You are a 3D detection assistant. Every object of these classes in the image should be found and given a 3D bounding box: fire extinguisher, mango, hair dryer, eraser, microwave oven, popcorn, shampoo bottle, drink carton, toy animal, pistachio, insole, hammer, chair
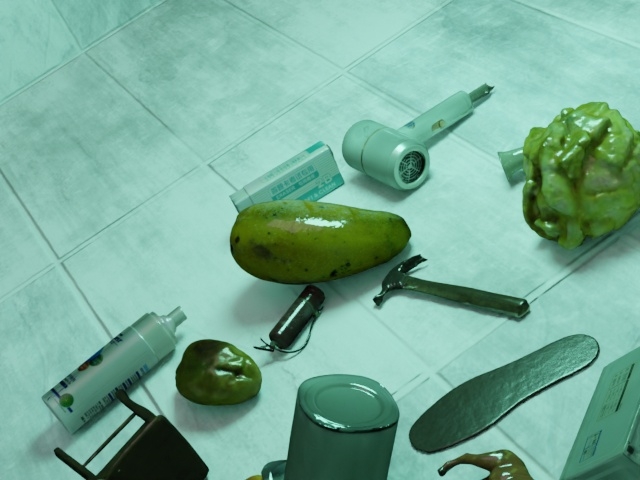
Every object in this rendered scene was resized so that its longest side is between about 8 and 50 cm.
[{"bbox_3d":[-0.044,0.151,2.079,0.078,0.045,0.157,25,56,24],"label":"fire extinguisher"},{"bbox_3d":[-0.003,0.005,2.138,0.329,0.176,0.177,7,46,15],"label":"mango"},{"bbox_3d":[0.229,-0.236,2.357,0.357,0.108,0.173,-34,37,-20],"label":"hair dryer"},{"bbox_3d":[-0.067,-0.107,2.376,0.225,0.096,0.052,-32,34,-6],"label":"eraser"},{"bbox_3d":[0.428,0.250,1.515,0.208,0.122,0.162,-58,8,-36],"label":"microwave oven"},{"bbox_3d":[0.439,-0.117,1.958,0.259,0.212,0.259,-18,28,10],"label":"popcorn"},{"bbox_3d":[-0.370,0.227,2.155,0.303,0.092,0.092,-40,36,-16],"label":"shampoo bottle"},{"bbox_3d":[0.028,0.301,1.655,0.191,0.190,0.185,1,24,-15],"label":"drink carton"},{"bbox_3d":[0.275,0.365,1.564,0.229,0.066,0.224,-14,37,11],"label":"toy animal"},{"bbox_3d":[-0.191,0.233,2.018,0.189,0.100,0.110,7,44,38],"label":"pistachio"},{"bbox_3d":[0.280,0.230,1.785,0.327,0.007,0.111,-28,35,-1],"label":"insole"},{"bbox_3d":[0.226,0.090,1.984,0.297,0.027,0.125,13,56,44],"label":"hammer"},{"bbox_3d":[-0.271,0.386,1.828,0.186,0.160,0.319,-43,35,-18],"label":"chair"}]

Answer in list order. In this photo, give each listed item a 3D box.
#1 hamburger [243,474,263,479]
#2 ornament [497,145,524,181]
[{"bbox_3d":[-0.082,0.424,1.710,0.137,0.087,0.166,-31,36,-6],"label":"hamburger"},{"bbox_3d":[0.410,-0.163,2.151,0.156,0.081,0.075,-22,-2,11],"label":"ornament"}]
